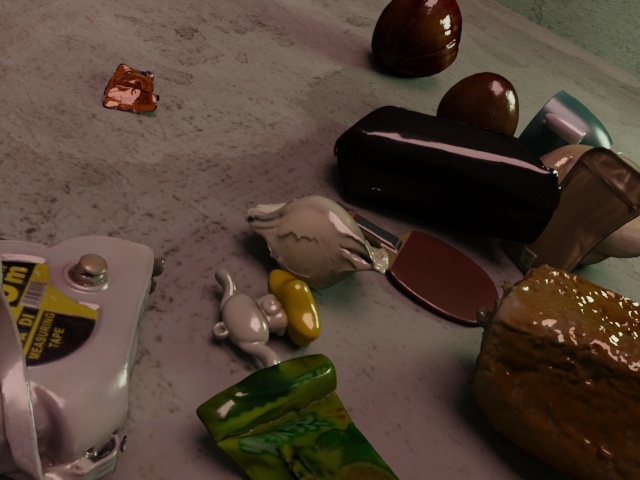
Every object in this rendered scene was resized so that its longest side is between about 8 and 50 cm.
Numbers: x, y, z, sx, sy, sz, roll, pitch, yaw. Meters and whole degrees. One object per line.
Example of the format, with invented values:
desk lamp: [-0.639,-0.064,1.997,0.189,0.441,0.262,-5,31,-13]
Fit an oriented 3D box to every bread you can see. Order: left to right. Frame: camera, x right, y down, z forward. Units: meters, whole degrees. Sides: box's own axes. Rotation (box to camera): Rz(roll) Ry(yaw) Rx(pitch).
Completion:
bread: [0.275,0.147,0.604,0.246,0.176,0.196,27,24,27]

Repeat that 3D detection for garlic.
garlic: [0.437,-0.077,0.954,0.203,0.184,0.281,7,40,-18]

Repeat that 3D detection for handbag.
handbag: [0.201,-0.137,0.930,0.343,0.152,0.288,16,32,5]

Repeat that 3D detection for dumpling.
dumpling: [0.000,0.000,0.691,0.188,0.108,0.127,21,9,18]

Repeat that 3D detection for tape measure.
tape measure: [-0.237,0.078,0.438,0.197,0.120,0.236,17,32,-20]

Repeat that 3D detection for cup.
cup: [0.512,-0.192,1.155,0.173,0.167,0.300,41,13,17]

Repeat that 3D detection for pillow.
pillow: [0.380,-0.031,0.846,0.033,0.217,0.130,15,32,-44]

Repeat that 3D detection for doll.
doll: [-0.055,0.083,0.586,0.113,0.071,0.135,4,45,-13]

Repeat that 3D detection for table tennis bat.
table tennis bat: [0.131,0.025,0.794,0.274,0.021,0.154,31,37,6]

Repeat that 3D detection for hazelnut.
hazelnut: [0.224,-0.486,1.318,0.230,0.229,0.229,15,38,-12]

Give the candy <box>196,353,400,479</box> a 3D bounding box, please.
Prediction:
candy: [0.014,0.211,0.464,0.149,0.069,0.246,-9,43,-43]

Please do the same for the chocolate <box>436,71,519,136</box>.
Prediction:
chocolate: [0.324,-0.260,1.135,0.177,0.176,0.176,15,38,-12]

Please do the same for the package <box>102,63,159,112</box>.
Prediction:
package: [-0.287,-0.237,0.866,0.077,0.033,0.110,19,41,-24]
